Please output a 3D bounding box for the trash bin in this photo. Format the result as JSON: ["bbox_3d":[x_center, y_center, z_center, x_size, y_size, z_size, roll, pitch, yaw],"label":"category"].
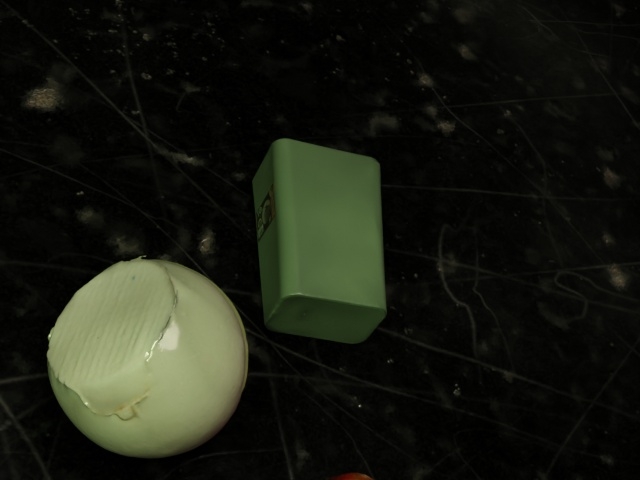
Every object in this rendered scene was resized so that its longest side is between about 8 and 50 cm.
[{"bbox_3d":[0.000,0.000,1.928,0.223,0.158,0.343,11,50,-19],"label":"trash bin"}]

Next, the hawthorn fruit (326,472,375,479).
[{"bbox_3d":[0.069,0.443,1.603,0.194,0.157,0.157,24,46,-17],"label":"hawthorn fruit"}]

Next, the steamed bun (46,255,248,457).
[{"bbox_3d":[-0.239,0.197,1.580,0.309,0.309,0.309,14,48,-17],"label":"steamed bun"}]
